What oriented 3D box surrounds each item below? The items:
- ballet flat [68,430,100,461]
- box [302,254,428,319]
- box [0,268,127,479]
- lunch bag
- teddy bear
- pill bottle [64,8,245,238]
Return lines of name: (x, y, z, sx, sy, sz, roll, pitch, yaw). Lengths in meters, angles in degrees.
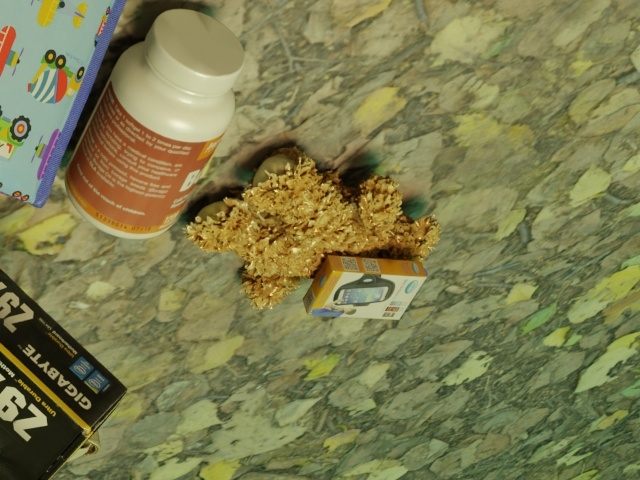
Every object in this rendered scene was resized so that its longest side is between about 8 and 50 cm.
ballet flat: (-0.347, 0.252, 1.995, 0.168, 0.052, 0.057, -5, 143, -33)
box: (0.057, 0.055, 1.839, 0.136, 0.028, 0.081, 5, 138, -24)
box: (-0.367, 0.114, 1.509, 0.257, 0.322, 0.079, -45, -179, 38)
lunch bag: (-0.262, -0.207, 1.273, 0.221, 0.138, 0.293, 26, 95, -47)
teddy bear: (0.000, 0.000, 1.839, 0.245, 0.113, 0.338, -30, 149, 8)
pill bottle: (-0.155, -0.111, 1.539, 0.121, 0.121, 0.216, -3, 142, -36)
